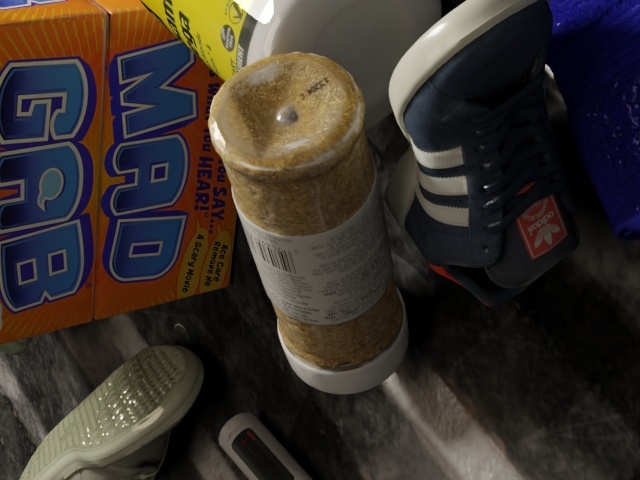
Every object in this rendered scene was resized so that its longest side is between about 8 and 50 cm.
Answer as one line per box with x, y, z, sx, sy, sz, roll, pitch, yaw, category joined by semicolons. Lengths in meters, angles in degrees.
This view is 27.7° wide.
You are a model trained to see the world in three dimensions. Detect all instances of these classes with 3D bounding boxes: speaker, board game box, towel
-0.058;0.254;1.465;0.136;0.055;0.055;43;134;40;speaker
-0.325;-0.145;1.438;0.356;0.356;0.356;38;131;42;board game box
0.220;-0.167;0.893;0.228;0.076;0.308;-35;73;54;towel

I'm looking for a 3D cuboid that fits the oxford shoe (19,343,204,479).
-0.256;0.264;1.703;0.130;0.169;0.449;36;137;-14;oxford shoe

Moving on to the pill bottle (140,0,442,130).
-0.060;-0.245;1.170;0.334;0.188;0.188;45;135;38;pill bottle

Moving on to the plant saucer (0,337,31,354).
-0.456;-0.043;1.807;0.400;0.101;0.400;158;90;-90;plant saucer

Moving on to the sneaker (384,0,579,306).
0.136;-0.055;0.955;0.148;0.131;0.350;55;170;19;sneaker

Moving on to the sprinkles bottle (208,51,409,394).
0.000;0.000;1.101;0.121;0.121;0.355;51;166;33;sprinkles bottle
